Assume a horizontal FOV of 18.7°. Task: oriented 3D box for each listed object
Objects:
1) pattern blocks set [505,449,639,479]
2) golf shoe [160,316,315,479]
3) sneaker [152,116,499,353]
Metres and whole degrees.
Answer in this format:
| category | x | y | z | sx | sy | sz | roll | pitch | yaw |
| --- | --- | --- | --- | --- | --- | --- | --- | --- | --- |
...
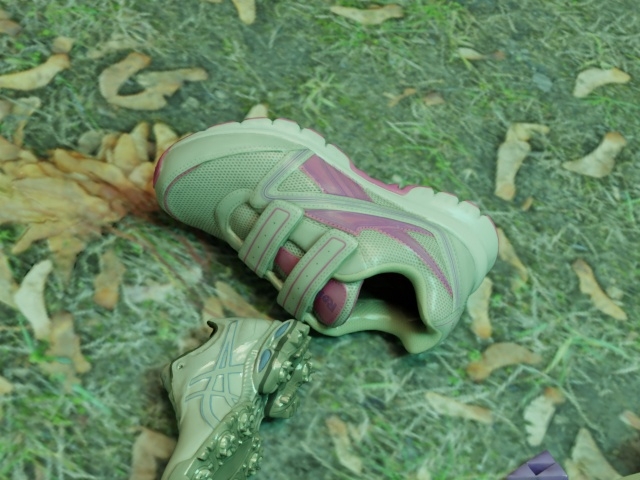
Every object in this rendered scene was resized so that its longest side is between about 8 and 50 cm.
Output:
| category | x | y | z | sx | sy | sz | roll | pitch | yaw |
| --- | --- | --- | --- | --- | --- | --- | --- | --- | --- |
| pattern blocks set | 0.234 | 0.186 | 1.206 | 0.285 | 0.026 | 0.325 | -20 | 23 | -20 |
| golf shoe | -0.074 | 0.115 | 1.275 | 0.086 | 0.069 | 0.176 | 14 | 41 | 20 |
| sneaker | 0.000 | 0.000 | 1.362 | 0.252 | 0.103 | 0.111 | 18 | 45 | -2 |
